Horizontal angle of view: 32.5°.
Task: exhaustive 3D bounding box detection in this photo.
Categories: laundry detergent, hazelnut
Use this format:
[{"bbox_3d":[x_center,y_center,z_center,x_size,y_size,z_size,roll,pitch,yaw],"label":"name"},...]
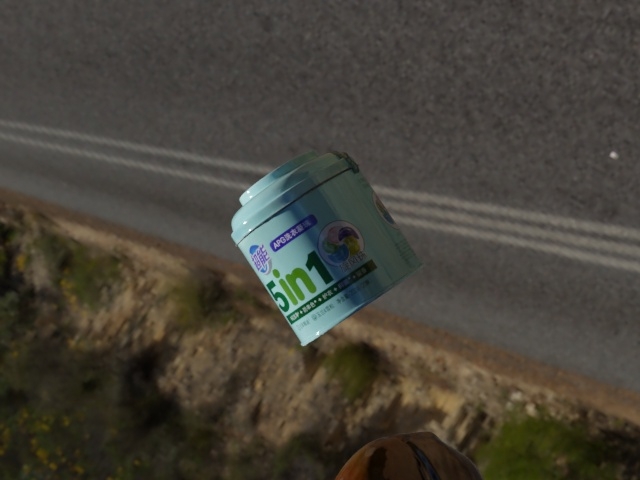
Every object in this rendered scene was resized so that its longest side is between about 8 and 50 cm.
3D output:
[{"bbox_3d":[0.000,0.000,2.107,0.305,0.287,0.287,56,172,3],"label":"laundry detergent"},{"bbox_3d":[0.167,0.561,2.183,0.372,0.372,0.315,36,161,-25],"label":"hazelnut"}]
